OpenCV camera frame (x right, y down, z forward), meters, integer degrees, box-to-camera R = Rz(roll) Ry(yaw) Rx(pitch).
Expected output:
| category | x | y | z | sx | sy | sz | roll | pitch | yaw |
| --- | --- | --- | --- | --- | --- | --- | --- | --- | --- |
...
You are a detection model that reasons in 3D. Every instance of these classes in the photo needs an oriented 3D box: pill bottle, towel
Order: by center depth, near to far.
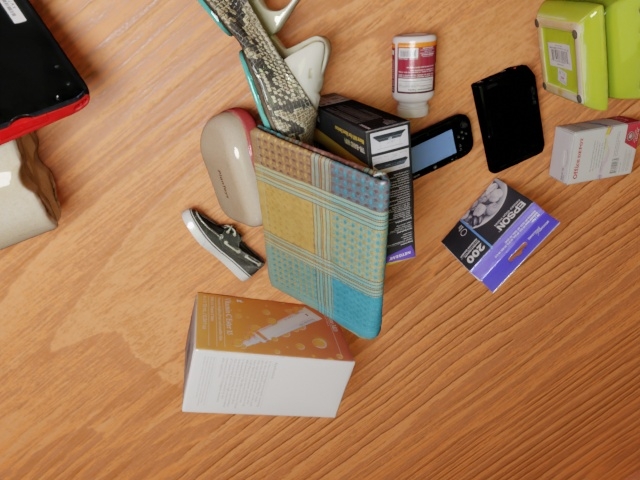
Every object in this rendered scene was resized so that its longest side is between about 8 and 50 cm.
| category | x | y | z | sx | sy | sz | roll | pitch | yaw |
| --- | --- | --- | --- | --- | --- | --- | --- | --- | --- |
| towel | 0.000 | 0.000 | 0.832 | 0.040 | 0.271 | 0.370 | -42 | 145 | -35 |
| pill bottle | 0.185 | -0.328 | 0.942 | 0.085 | 0.086 | 0.152 | -9 | 119 | -9 |

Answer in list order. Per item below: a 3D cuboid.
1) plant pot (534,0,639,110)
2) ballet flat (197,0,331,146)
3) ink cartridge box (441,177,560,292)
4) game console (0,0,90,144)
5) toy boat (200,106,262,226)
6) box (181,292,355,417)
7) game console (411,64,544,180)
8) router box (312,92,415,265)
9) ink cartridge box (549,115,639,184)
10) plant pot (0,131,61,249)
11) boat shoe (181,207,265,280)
| category | x | y | z | sx | sy | sz | roll | pitch | yaw |
| --- | --- | --- | --- | --- | --- | --- | --- | --- | --- |
| plant pot | 0.565 | -0.394 | 0.929 | 0.207 | 0.228 | 0.227 | -20 | 119 | 5 |
| ballet flat | -0.093 | -0.352 | 0.781 | 0.181 | 0.164 | 0.483 | -27 | 106 | 10 |
| ink cartridge box | 0.397 | -0.018 | 1.079 | 0.045 | 0.208 | 0.206 | 31 | 105 | -28 |
| game console | -0.577 | -0.288 | 0.647 | 0.342 | 0.060 | 0.387 | -36 | 96 | -30 |
| toy boat | -0.134 | -0.151 | 0.942 | 0.151 | 0.151 | 0.231 | -33 | 125 | -31 |
| box | -0.127 | 0.263 | 1.089 | 0.344 | 0.215 | 0.169 | 9 | 113 | -18 |
| game console | 0.320 | -0.222 | 1.053 | 0.361 | 0.044 | 0.213 | -25 | 119 | 0 |
| router box | 0.063 | -0.127 | 0.885 | 0.080 | 0.309 | 0.243 | -17 | 119 | -14 |
| ink cartridge box | 0.644 | -0.214 | 1.117 | 0.174 | 0.072 | 0.128 | -10 | 118 | -9 |
| plant pot | -0.619 | -0.084 | 0.766 | 0.305 | 0.334 | 0.334 | -18 | 120 | -18 |
| boat shoe | -0.205 | -0.002 | 1.021 | 0.070 | 0.078 | 0.219 | -36 | 127 | 7 |
